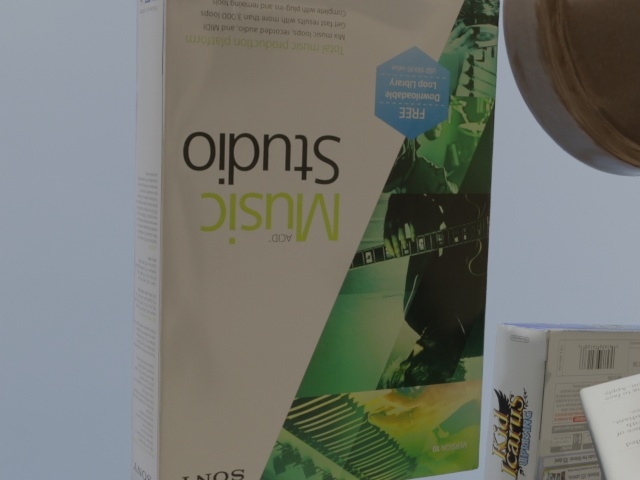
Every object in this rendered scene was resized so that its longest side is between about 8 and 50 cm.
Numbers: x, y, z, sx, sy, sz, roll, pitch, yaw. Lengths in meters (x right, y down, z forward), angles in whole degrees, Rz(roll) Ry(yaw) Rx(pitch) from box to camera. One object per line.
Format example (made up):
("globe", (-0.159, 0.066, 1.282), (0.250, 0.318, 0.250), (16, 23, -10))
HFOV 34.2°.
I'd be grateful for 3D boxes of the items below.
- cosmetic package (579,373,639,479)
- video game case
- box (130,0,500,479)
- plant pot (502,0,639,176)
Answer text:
("cosmetic package", (0.272, 0.182, 0.678), (0.151, 0.183, 0.151), (-16, -74, 11))
("video game case", (0.249, 0.196, 0.910), (0.270, 0.061, 0.244), (5, -91, -40))
("box", (0.000, 0.000, 0.659), (0.232, 0.058, 0.321), (-2, -82, -27))
("plant pot", (0.314, -0.188, 0.818), (0.263, 0.229, 0.263), (0, -91, -26))
